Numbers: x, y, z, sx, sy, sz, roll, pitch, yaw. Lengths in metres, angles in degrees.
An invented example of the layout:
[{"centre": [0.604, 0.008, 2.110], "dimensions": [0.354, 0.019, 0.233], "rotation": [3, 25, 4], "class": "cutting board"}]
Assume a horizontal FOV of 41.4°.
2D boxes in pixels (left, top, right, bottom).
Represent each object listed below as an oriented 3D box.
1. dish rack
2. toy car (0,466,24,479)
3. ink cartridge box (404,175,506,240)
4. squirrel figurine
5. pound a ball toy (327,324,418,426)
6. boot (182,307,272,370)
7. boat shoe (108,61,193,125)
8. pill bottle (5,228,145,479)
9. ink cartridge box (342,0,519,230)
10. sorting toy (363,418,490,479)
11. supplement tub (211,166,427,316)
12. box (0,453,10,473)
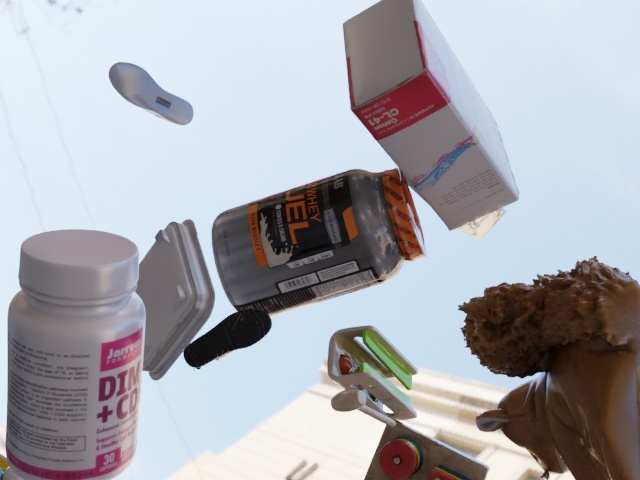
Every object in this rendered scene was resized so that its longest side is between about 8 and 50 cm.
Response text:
[{"centre": [-0.370, 0.125, 1.969], "dimensions": [0.285, 0.072, 0.332], "rotation": [-50, -140, 22], "class": "dish rack"}, {"centre": [-0.568, 0.442, 1.411], "dimensions": [0.159, 0.182, 0.136], "rotation": [-34, -67, 12], "class": "toy car"}, {"centre": [0.257, -0.089, 1.624], "dimensions": [0.087, 0.208, 0.153], "rotation": [-49, -114, 11], "class": "ink cartridge box"}, {"centre": [0.405, 0.223, 1.378], "dimensions": [0.397, 0.281, 0.370], "rotation": [60, -25, 2], "class": "squirrel figurine"}, {"centre": [0.103, 0.337, 1.921], "dimensions": [0.136, 0.208, 0.319], "rotation": [-12, -35, 26], "class": "pound a ball toy"}, {"centre": [-0.115, 0.121, 1.046], "dimensions": [0.045, 0.121, 0.099], "rotation": [61, -3, 4], "class": "boot"}, {"centre": [-0.382, -0.323, 1.865], "dimensions": [0.076, 0.228, 0.080], "rotation": [15, -96, 45], "class": "boat shoe"}, {"centre": [-0.296, 0.139, 1.027], "dimensions": [0.160, 0.160, 0.283], "rotation": [23, -66, 38], "class": "pill bottle"}, {"centre": [0.167, -0.196, 1.291], "dimensions": [0.131, 0.226, 0.306], "rotation": [-25, -48, 21], "class": "ink cartridge box"}, {"centre": [0.213, 0.579, 1.922], "dimensions": [0.256, 0.089, 0.257], "rotation": [23, -85, 22], "class": "sorting toy"}, {"centre": [0.000, 0.000, 1.369], "dimensions": [0.316, 0.193, 0.193], "rotation": [-18, -78, 11], "class": "supplement tub"}, {"centre": [-0.734, 0.509, 1.823], "dimensions": [0.203, 0.103, 0.114], "rotation": [18, -43, 35], "class": "box"}]
